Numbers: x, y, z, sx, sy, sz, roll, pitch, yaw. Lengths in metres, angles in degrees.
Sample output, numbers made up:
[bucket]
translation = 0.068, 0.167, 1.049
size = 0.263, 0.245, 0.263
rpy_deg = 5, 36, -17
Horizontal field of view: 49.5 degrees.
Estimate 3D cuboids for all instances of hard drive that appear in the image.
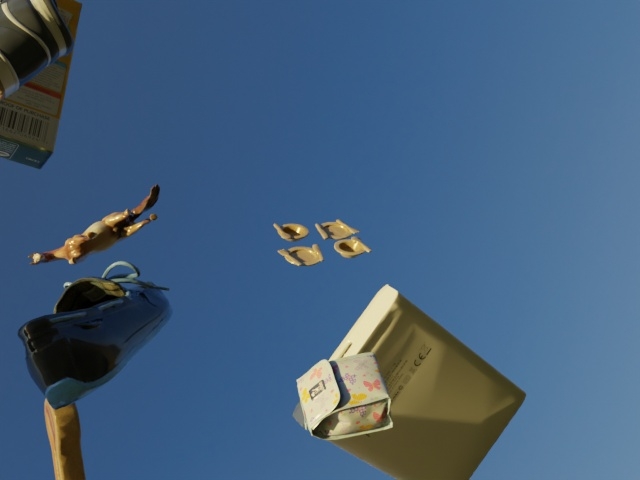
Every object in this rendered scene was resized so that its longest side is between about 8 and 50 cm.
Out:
[hard drive]
translation = 0.132, 0.219, 0.935
size = 0.307, 0.040, 0.203
rpy_deg = 38, -93, -32

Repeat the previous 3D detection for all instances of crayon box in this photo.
[crayon box]
translation = -0.545, -0.305, 1.195
size = 0.203, 0.083, 0.322
rpy_deg = 18, -118, -33

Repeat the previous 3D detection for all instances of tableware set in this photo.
[tableware set]
translation = 0.000, 0.000, 1.212
size = 0.169, 0.141, 0.020
rpy_deg = -6, -60, -22

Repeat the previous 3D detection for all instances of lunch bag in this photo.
[lunch bag]
translation = 0.022, 0.152, 0.675
size = 0.083, 0.071, 0.053
rpy_deg = -11, -58, -4

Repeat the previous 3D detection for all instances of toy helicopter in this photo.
[toy helicopter]
translation = -0.345, 0.396, 0.981
size = 0.140, 0.235, 0.355
rpy_deg = -9, -88, -30

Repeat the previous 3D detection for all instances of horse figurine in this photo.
[horse figurine]
translation = -0.420, -0.014, 1.342
size = 0.263, 0.174, 0.066
rpy_deg = -36, -77, -29

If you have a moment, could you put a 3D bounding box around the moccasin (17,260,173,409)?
[moccasin]
translation = -0.275, 0.092, 0.895
size = 0.138, 0.342, 0.116
rpy_deg = -30, -82, 1

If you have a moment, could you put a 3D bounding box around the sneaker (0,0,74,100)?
[sneaker]
translation = -0.458, -0.307, 0.930
size = 0.153, 0.282, 0.099
rpy_deg = -44, -17, -29
